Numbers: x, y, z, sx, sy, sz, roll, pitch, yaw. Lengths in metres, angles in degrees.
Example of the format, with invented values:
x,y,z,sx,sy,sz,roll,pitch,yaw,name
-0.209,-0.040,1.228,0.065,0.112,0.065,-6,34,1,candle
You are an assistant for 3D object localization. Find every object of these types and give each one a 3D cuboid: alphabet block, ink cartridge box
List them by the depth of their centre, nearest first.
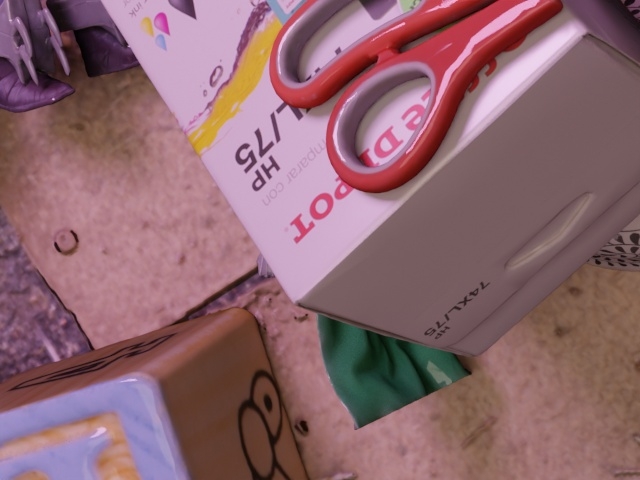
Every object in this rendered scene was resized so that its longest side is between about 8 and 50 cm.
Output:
x,y,z,sx,sy,sz,roll,pitch,yaw,name
0.041,-0.108,0.903,0.198,0.197,0.270,-44,59,17,ink cartridge box
-0.127,0.169,1.044,0.193,0.197,0.192,-16,94,17,alphabet block

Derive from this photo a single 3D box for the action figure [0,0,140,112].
x,y,z,sx,sy,sz,roll,pitch,yaw,name
-0.193,-0.230,1.024,0.099,0.185,0.285,4,119,54,action figure

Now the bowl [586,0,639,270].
x,y,z,sx,sy,sz,roll,pitch,yaw,name
0.180,-0.058,0.984,0.170,0.080,0.170,3,101,15,bowl

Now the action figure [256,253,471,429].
x,y,z,sx,sy,sz,roll,pitch,yaw,name
0.000,0.000,1.035,0.063,0.137,0.232,-30,82,30,action figure

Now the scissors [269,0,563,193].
x,y,z,sx,sy,sz,roll,pitch,yaw,name
0.101,-0.127,0.735,0.297,0.021,0.109,-34,62,23,scissors
